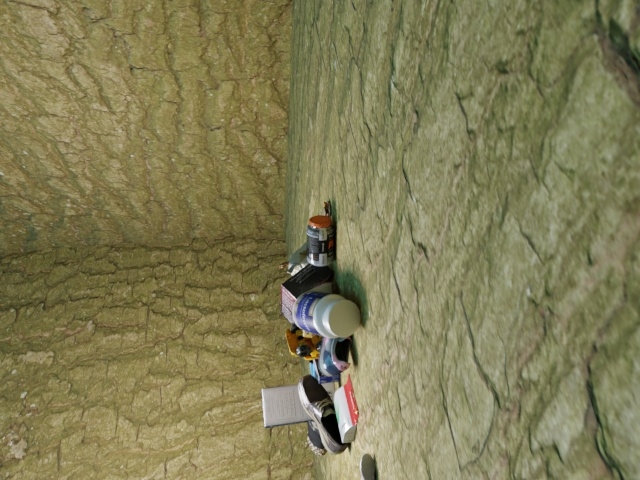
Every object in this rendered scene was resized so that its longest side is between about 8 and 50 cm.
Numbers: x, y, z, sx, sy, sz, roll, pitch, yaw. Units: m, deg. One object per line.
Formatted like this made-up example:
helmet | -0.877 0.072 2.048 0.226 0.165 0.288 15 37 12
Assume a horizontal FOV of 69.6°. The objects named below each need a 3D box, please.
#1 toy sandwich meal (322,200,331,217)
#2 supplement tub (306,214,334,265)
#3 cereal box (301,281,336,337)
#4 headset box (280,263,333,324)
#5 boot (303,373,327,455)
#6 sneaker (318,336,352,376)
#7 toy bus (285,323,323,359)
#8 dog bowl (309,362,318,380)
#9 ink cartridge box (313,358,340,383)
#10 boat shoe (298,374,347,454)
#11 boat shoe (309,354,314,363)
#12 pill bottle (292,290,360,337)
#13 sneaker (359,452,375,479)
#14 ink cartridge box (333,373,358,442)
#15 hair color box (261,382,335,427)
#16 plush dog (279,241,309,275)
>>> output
toy sandwich meal | 0.025 -0.127 1.947 0.085 0.029 0.085 175 90 -81
supplement tub | 0.000 0.000 1.894 0.117 0.117 0.190 -111 18 -61
cereal box | -0.001 0.275 1.872 0.240 0.048 0.172 -17 -75 -62
headset box | -0.061 0.223 2.030 0.110 0.218 0.293 42 152 22
boot | -0.025 0.959 2.546 0.377 0.138 0.284 -120 26 -58
sneaker | 0.073 0.352 1.760 0.131 0.112 0.318 -29 49 41
toy bus | -0.034 0.466 2.067 0.211 0.221 0.149 86 169 -49
dog bowl | -0.015 0.609 2.466 0.166 0.074 0.296 -138 44 -78
ink cartridge box | 0.022 0.569 2.117 0.207 0.097 0.046 -113 21 -65
boat shoe | 0.027 0.739 1.995 0.355 0.132 0.130 58 147 17
boat shoe | -0.064 0.464 2.258 0.127 0.113 0.339 23 136 51
pill bottle | 0.020 0.261 1.627 0.265 0.153 0.153 -6 89 62
sneaker | 0.152 0.774 1.532 0.070 0.051 0.134 137 124 -72
ink cartridge box | 0.099 0.667 1.829 0.180 0.056 0.224 -105 11 -47
hair color box | -0.101 0.780 2.200 0.105 0.348 0.173 103 160 -62
plush dog | -0.071 0.166 2.306 0.262 0.211 0.225 -109 -7 -57
